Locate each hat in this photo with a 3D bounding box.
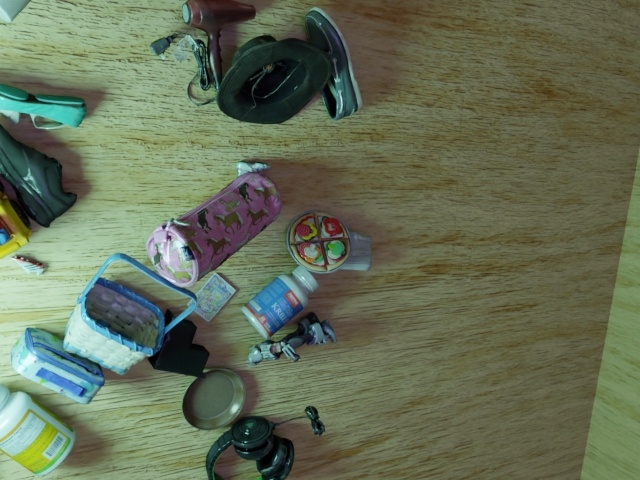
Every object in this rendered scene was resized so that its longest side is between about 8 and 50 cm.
[{"bbox_3d":[-0.141,-0.450,1.608,0.332,0.133,0.331,-24,158,-10],"label":"hat"}]

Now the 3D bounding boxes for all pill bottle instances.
[{"bbox_3d":[-0.115,0.177,1.799,0.221,0.124,0.124,-41,118,-13],"label":"pill bottle"},{"bbox_3d":[-0.752,0.468,1.522,0.136,0.136,0.245,-44,118,-12],"label":"pill bottle"}]

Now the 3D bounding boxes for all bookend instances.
[{"bbox_3d":[-0.381,0.294,1.715,0.156,0.072,0.157,19,93,-32],"label":"bookend"}]

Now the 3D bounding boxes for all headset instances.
[{"bbox_3d":[-0.163,0.650,1.860,0.394,0.185,0.243,-39,119,-2],"label":"headset"}]

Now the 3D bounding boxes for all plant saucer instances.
[{"bbox_3d":[-0.322,0.471,1.814,0.199,0.036,0.198,-7,105,-27],"label":"plant saucer"}]

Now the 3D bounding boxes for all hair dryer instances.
[{"bbox_3d":[-0.286,-0.520,1.574,0.293,0.080,0.223,-46,135,-5],"label":"hair dryer"}]

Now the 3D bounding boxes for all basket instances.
[{"bbox_3d":[-0.495,0.181,1.533,0.289,0.201,0.255,-40,123,19],"label":"basket"}]

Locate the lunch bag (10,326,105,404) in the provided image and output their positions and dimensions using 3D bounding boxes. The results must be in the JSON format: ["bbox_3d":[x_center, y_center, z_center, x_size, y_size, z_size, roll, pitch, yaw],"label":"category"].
[{"bbox_3d":[-0.652,0.313,1.513,0.219,0.176,0.090,38,85,-30],"label":"lunch bag"}]

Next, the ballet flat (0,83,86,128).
[{"bbox_3d":[-0.674,-0.304,1.402,0.248,0.083,0.087,6,114,-28],"label":"ballet flat"}]

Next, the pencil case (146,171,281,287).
[{"bbox_3d":[-0.261,-0.040,1.569,0.160,0.167,0.386,43,45,6],"label":"pencil case"}]

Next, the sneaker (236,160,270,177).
[{"bbox_3d":[-0.191,-0.188,1.717,0.098,0.038,0.069,1,104,-19],"label":"sneaker"}]

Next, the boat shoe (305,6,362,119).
[{"bbox_3d":[0.021,-0.489,1.708,0.099,0.116,0.319,-37,122,-20],"label":"boat shoe"}]

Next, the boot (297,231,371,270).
[{"bbox_3d":[0.046,0.027,1.881,0.259,0.095,0.123,5,88,-32],"label":"boot"}]

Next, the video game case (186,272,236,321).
[{"bbox_3d":[-0.314,0.165,1.754,0.122,0.011,0.087,-50,120,-9],"label":"video game case"}]

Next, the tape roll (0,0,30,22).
[{"bbox_3d":[-0.725,-0.572,1.122,0.392,0.392,0.072,42,81,-30],"label":"tape roll"}]

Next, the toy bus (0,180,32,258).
[{"bbox_3d":[-0.756,-0.051,1.345,0.150,0.211,0.220,-33,115,-16],"label":"toy bus"}]

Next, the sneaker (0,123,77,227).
[{"bbox_3d":[-0.687,-0.174,1.425,0.130,0.109,0.286,-40,125,-25],"label":"sneaker"}]

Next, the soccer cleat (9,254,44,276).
[{"bbox_3d":[-0.726,0.063,1.495,0.083,0.029,0.035,26,86,-35],"label":"soccer cleat"}]

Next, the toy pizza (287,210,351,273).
[{"bbox_3d":[0.000,0.000,1.808,0.202,0.032,0.201,6,67,-15],"label":"toy pizza"}]

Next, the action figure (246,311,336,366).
[{"bbox_3d":[-0.099,0.314,1.822,0.285,0.185,0.099,-21,100,-31],"label":"action figure"}]
